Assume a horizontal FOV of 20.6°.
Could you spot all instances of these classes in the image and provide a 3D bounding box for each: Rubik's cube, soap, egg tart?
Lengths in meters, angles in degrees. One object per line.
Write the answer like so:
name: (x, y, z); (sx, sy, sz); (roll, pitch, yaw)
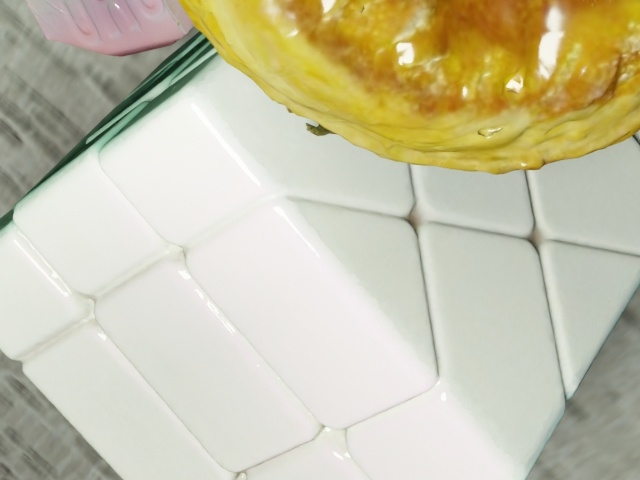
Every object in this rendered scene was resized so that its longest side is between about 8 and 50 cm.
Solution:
Rubik's cube: (0.000, 0.000, 1.213); (0.319, 0.322, 0.316); (49, 134, -10)
soap: (-0.154, -0.194, 1.353); (0.149, 0.056, 0.100); (-6, 122, 38)
egg tart: (0.102, -0.253, 0.983); (0.443, 0.178, 0.443); (-6, 117, -12)
